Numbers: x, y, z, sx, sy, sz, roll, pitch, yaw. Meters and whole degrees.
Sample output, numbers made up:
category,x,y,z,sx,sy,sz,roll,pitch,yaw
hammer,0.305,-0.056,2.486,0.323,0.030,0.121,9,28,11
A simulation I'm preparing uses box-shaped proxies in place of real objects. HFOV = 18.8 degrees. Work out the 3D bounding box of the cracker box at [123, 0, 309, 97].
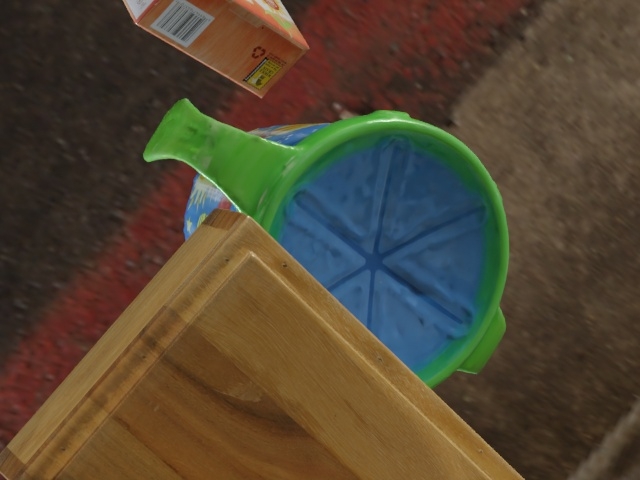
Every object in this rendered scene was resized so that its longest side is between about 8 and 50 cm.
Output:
category,x,y,z,sx,sy,sz,roll,pitch,yaw
cracker box,-0.120,-0.238,1.625,0.067,0.156,0.232,-44,47,17

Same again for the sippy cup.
category,x,y,z,sx,sy,sz,roll,pitch,yaw
sippy cup,0.000,0.000,1.596,0.240,0.305,0.224,-24,21,-22

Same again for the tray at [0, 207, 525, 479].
category,x,y,z,sx,sy,sz,roll,pitch,yaw
tray,0.024,0.193,1.180,0.203,0.411,0.076,-49,17,-10
